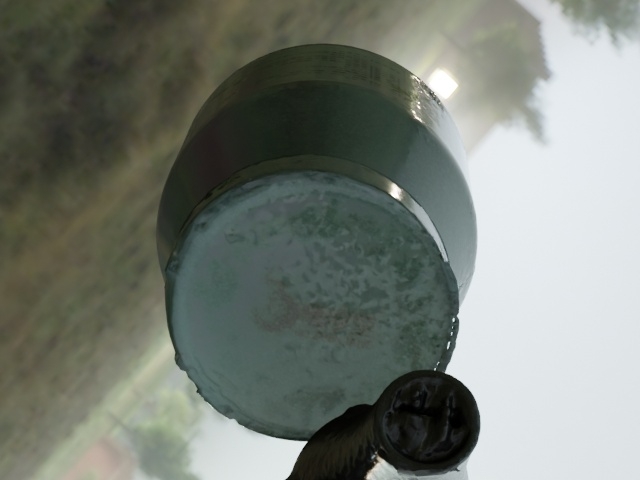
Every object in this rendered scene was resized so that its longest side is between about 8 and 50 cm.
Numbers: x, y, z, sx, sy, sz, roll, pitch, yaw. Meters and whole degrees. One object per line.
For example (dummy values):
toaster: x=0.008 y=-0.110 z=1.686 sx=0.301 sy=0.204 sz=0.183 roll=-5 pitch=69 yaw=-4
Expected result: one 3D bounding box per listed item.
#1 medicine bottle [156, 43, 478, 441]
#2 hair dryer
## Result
medicine bottle: x=0.000 y=0.000 z=1.119 sx=0.245 sy=0.245 sz=0.290 roll=-48 pitch=-168 yaw=15
hair dryer: x=-0.053 y=0.138 z=0.711 sx=0.272 sy=0.091 sz=0.235 roll=-14 pitch=161 yaw=-11
